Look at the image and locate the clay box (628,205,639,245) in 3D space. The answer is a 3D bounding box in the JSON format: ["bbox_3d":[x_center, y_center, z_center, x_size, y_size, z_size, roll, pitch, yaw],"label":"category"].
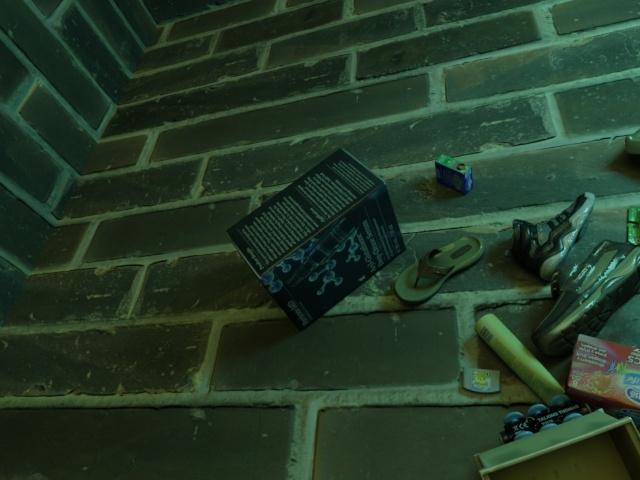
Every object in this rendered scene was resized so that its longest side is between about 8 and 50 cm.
[{"bbox_3d":[0.869,-0.041,1.142,0.222,0.053,0.127,6,57,25],"label":"clay box"}]

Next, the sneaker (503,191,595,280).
[{"bbox_3d":[0.581,-0.036,1.223,0.153,0.101,0.268,28,71,33],"label":"sneaker"}]

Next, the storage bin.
[{"bbox_3d":[0.445,0.467,0.829,0.262,0.123,0.260,-23,79,5],"label":"storage bin"}]

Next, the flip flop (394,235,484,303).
[{"bbox_3d":[0.312,0.065,1.273,0.277,0.080,0.112,-31,49,-3],"label":"flip flop"}]

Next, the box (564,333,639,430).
[{"bbox_3d":[0.628,0.295,0.939,0.257,0.128,0.122,13,61,29],"label":"box"}]

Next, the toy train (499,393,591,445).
[{"bbox_3d":[0.454,0.384,0.956,0.184,0.105,0.080,-25,21,8],"label":"toy train"}]

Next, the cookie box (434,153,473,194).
[{"bbox_3d":[0.398,-0.198,1.430,0.040,0.091,0.107,-43,51,-16],"label":"cookie box"}]

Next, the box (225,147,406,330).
[{"bbox_3d":[0.000,0.000,1.312,0.395,0.293,0.212,-37,49,-7],"label":"box"}]

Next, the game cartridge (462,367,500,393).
[{"bbox_3d":[0.369,0.323,1.098,0.083,0.017,0.056,-1,58,22],"label":"game cartridge"}]

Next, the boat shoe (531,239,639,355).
[{"bbox_3d":[0.598,0.125,1.097,0.355,0.132,0.130,-34,39,-16],"label":"boat shoe"}]

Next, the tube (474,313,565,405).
[{"bbox_3d":[0.446,0.266,1.071,0.062,0.070,0.240,-54,42,17],"label":"tube"}]

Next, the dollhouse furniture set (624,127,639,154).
[{"bbox_3d":[0.973,-0.219,1.227,0.198,0.151,0.302,-29,28,-28],"label":"dollhouse furniture set"}]
